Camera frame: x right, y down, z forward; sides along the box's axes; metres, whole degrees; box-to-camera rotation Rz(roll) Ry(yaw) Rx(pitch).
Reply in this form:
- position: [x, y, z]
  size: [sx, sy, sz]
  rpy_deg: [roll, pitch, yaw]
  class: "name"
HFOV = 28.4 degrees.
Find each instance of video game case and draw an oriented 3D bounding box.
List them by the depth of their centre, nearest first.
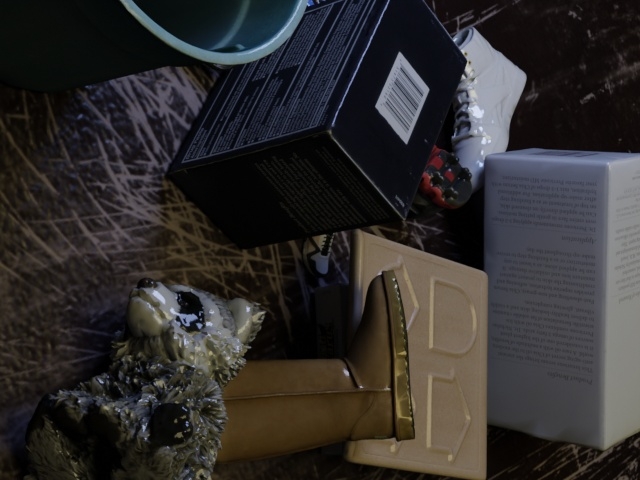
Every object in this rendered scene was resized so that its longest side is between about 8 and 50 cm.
- position: [0.105, 0.197, 1.901]
  size: [0.270, 0.061, 0.244]
  rpy_deg: [8, 74, -45]
  class: "video game case"

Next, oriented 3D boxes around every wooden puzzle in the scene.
- position: [0.130, 0.175, 1.837]
  size: [0.348, 0.081, 0.322]
  rpy_deg: [20, 67, -47]
  class: "wooden puzzle"

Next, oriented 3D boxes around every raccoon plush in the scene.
- position: [-0.193, 0.265, 1.542]
  size: [0.299, 0.216, 0.446]
  rpy_deg: [-45, 144, -57]
  class: "raccoon plush"

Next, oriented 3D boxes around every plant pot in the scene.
- position: [-0.242, -0.327, 1.449]
  size: [0.341, 0.334, 0.341]
  rpy_deg: [12, 73, -44]
  class: "plant pot"

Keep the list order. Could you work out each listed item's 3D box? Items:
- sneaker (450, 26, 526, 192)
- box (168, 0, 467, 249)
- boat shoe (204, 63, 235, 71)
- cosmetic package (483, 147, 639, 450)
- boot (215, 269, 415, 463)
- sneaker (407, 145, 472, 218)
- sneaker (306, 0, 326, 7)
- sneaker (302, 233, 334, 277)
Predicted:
- position: [0.236, -0.225, 2.116]
  size: [0.169, 0.108, 0.292]
  rpy_deg: [40, 51, -25]
  class: "sneaker"
- position: [0.001, -0.167, 1.700]
  size: [0.183, 0.294, 0.296]
  rpy_deg: [48, 51, -32]
  class: "box"
- position: [-0.174, -0.315, 1.681]
  size: [0.084, 0.079, 0.233]
  rpy_deg: [-34, 123, -5]
  class: "boat shoe"
- position: [0.398, 0.085, 2.042]
  size: [0.161, 0.230, 0.453]
  rpy_deg: [-11, 104, -49]
  class: "cosmetic package"
- position: [-0.020, 0.162, 1.639]
  size: [0.089, 0.270, 0.236]
  rpy_deg: [70, 16, -73]
  class: "boot"
- position: [0.105, -0.143, 1.941]
  size: [0.276, 0.135, 0.097]
  rpy_deg: [51, 43, -5]
  class: "sneaker"
- position: [-0.015, -0.360, 1.883]
  size: [0.090, 0.081, 0.232]
  rpy_deg: [-46, 114, -37]
  class: "sneaker"
- position: [0.000, 0.000, 1.847]
  size: [0.040, 0.044, 0.109]
  rpy_deg: [3, 81, -48]
  class: "sneaker"
